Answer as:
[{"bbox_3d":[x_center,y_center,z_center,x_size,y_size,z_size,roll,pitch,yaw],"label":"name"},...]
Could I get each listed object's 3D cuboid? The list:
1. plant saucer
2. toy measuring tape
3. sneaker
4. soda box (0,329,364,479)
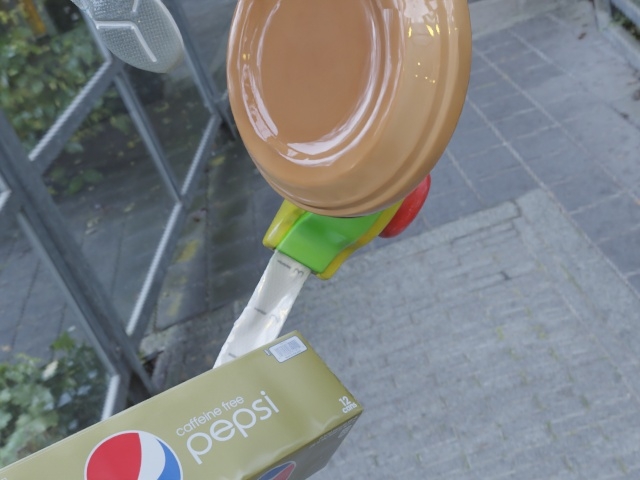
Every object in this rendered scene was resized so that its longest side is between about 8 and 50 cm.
[{"bbox_3d":[0.003,-0.113,0.529,0.037,0.199,0.200,-6,11,-44],"label":"plant saucer"},{"bbox_3d":[0.000,0.000,0.646,0.121,0.121,0.330,12,69,47],"label":"toy measuring tape"},{"bbox_3d":[-0.155,-0.183,0.624,0.053,0.152,0.061,-49,-5,18],"label":"sneaker"},{"bbox_3d":[-0.069,0.109,0.387,0.181,0.061,0.058,-21,59,-39],"label":"soda box"}]
